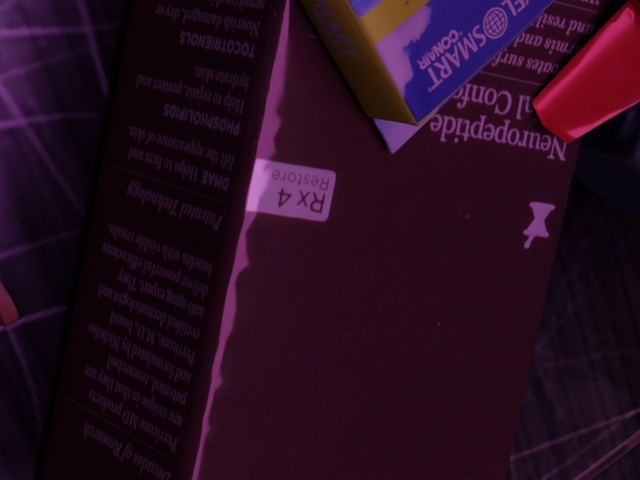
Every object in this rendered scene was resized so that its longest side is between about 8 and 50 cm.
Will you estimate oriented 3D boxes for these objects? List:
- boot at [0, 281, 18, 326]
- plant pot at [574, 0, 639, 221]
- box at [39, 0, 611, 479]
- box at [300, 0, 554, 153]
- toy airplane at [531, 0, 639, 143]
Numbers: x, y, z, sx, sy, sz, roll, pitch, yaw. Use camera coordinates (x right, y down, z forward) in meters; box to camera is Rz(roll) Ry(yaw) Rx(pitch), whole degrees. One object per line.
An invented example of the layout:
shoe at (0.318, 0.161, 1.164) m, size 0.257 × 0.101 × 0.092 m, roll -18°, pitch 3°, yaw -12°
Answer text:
boot at (-0.235, 0.021, 0.700) m, size 0.197 × 0.073 × 0.152 m, roll 40°, pitch 76°, yaw -22°
plant pot at (0.264, -0.093, 0.917) m, size 0.252 × 0.247 × 0.248 m, roll 11°, pitch 95°, yaw -15°
box at (0.000, 0.000, 0.816) m, size 0.191 × 0.143 × 0.381 m, roll 6°, pitch 99°, yaw -36°
box at (0.034, -0.133, 0.699) m, size 0.109 × 0.042 × 0.178 m, roll -43°, pitch 120°, yaw -19°
toy airplane at (0.174, -0.077, 0.787) m, size 0.151 × 0.028 × 0.151 m, roll 0°, pitch 92°, yaw -12°
